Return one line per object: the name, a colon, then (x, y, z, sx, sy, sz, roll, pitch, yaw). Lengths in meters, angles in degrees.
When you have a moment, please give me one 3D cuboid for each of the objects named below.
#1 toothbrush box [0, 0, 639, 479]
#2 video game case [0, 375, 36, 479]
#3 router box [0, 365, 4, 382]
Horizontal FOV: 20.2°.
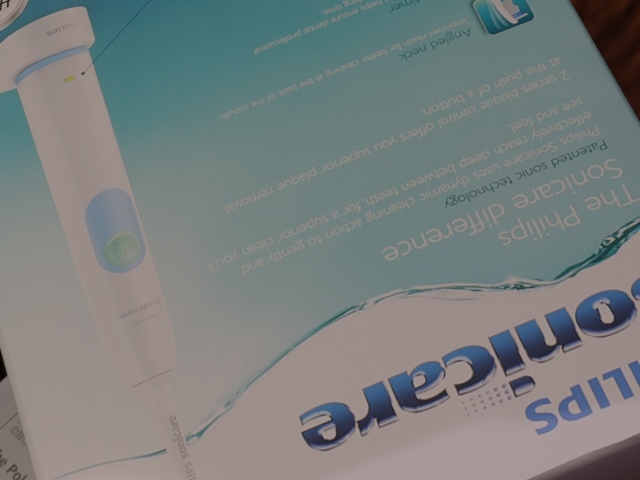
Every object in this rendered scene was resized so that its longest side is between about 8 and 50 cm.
toothbrush box: (0.000, 0.000, 0.625, 0.216, 0.126, 0.295, -23, 54, 0)
video game case: (0.030, 0.106, 0.649, 0.300, 0.036, 0.329, -43, 57, -13)
router box: (-0.189, 0.034, 0.753, 0.092, 0.038, 0.122, -23, 55, 0)
